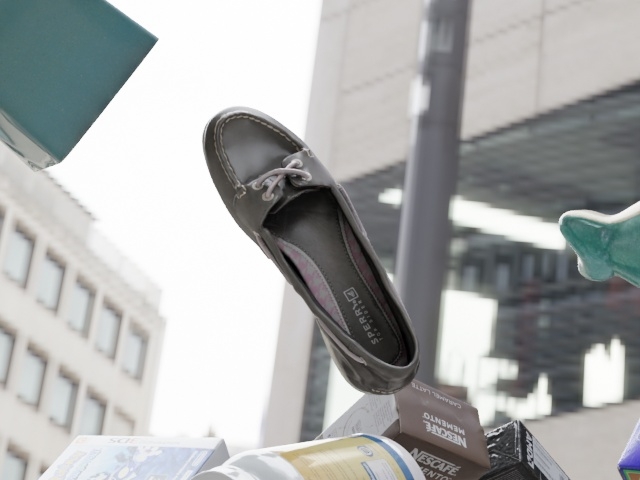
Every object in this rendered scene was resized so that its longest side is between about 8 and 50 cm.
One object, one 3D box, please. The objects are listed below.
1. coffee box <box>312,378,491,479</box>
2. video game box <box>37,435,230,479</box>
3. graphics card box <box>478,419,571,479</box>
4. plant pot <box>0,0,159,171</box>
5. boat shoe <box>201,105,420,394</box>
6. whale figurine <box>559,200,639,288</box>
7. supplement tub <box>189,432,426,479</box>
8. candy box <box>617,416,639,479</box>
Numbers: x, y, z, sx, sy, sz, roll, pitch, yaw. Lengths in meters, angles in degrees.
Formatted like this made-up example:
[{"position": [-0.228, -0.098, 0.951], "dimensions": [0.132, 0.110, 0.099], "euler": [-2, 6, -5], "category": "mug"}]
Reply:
[{"position": [0.068, 0.282, 2.071], "dimensions": [0.141, 0.098, 0.246], "euler": [25, -54, -27], "category": "coffee box"}, {"position": [-0.216, 0.272, 1.776], "dimensions": [0.187, 0.205, 0.048], "euler": [-5, -66, 26], "category": "video game box"}, {"position": [0.283, 0.438, 2.461], "dimensions": [0.233, 0.094, 0.371], "euler": [-29, -59, 24], "category": "graphics card box"}, {"position": [-0.324, -0.212, 1.794], "dimensions": [0.234, 0.165, 0.166], "euler": [40, -14, -15], "category": "plant pot"}, {"position": [0.000, 0.000, 1.707], "dimensions": [0.112, 0.335, 0.095], "euler": [-31, -3, -17], "category": "boat shoe"}, {"position": [0.386, 0.020, 1.824], "dimensions": [0.272, 0.141, 0.216], "euler": [-2, -39, 27], "category": "whale figurine"}, {"position": [-0.014, 0.249, 1.507], "dimensions": [0.200, 0.144, 0.144], "euler": [-2, -13, -43], "category": "supplement tub"}, {"position": [0.437, 0.130, 1.368], "dimensions": [0.317, 0.268, 0.122], "euler": [-1, -47, 41], "category": "candy box"}]
